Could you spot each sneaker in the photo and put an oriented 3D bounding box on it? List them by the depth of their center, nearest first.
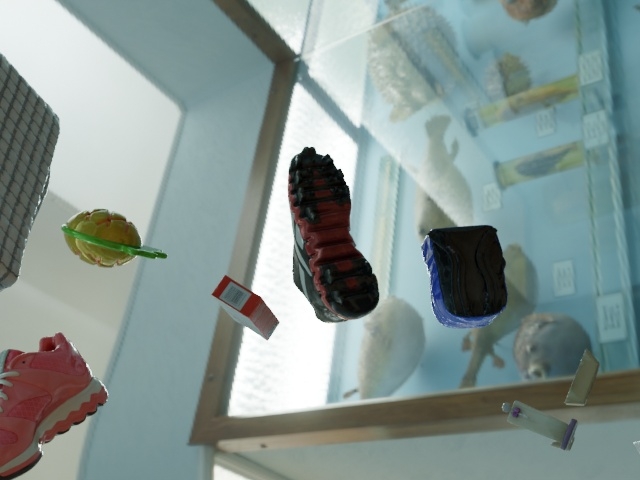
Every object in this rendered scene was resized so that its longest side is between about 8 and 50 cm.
[{"bbox_3d":[-0.407,0.217,0.988,0.136,0.116,0.314,68,-162,-8],"label":"sneaker"},{"bbox_3d":[0.000,0.000,1.120,0.098,0.135,0.276,-7,-112,-24],"label":"sneaker"}]

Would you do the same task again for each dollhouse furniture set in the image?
[{"bbox_3d":[0.265,0.174,0.877,0.114,0.081,0.091,-66,-25,-7],"label":"dollhouse furniture set"}]

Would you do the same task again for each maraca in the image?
[{"bbox_3d":[-0.354,0.002,1.303,0.127,0.186,0.099,-10,-64,-76],"label":"maraca"}]

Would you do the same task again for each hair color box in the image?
[{"bbox_3d":[-0.148,0.138,1.533,0.053,0.093,0.167,-55,-21,-15],"label":"hair color box"}]

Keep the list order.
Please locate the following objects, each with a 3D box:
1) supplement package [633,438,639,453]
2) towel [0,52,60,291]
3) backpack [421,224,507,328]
[{"bbox_3d":[0.589,0.305,1.003,0.177,0.175,0.293,62,171,13],"label":"supplement package"},{"bbox_3d":[-0.402,-0.098,0.804,0.235,0.121,0.283,60,-160,-47],"label":"towel"},{"bbox_3d":[0.185,0.053,0.964,0.101,0.098,0.120,91,171,-65],"label":"backpack"}]
